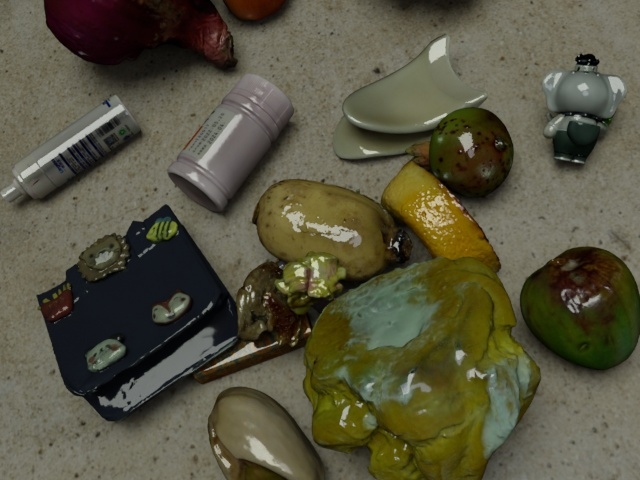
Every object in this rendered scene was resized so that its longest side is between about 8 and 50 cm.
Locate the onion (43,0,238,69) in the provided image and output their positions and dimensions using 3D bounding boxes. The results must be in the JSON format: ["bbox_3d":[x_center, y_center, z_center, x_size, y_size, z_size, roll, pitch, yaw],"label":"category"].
[{"bbox_3d":[-0.336,-0.502,1.693,0.420,0.398,0.398,36,76,3],"label":"onion"}]

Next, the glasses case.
[{"bbox_3d":[-0.121,0.176,1.458,0.218,0.049,0.075,-21,62,2],"label":"glasses case"}]

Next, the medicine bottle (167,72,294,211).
[{"bbox_3d":[-0.169,-0.188,1.601,0.133,0.133,0.250,30,75,24],"label":"medicine bottle"}]

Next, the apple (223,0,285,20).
[{"bbox_3d":[-0.140,-0.551,1.769,0.163,0.139,0.163,-4,66,10],"label":"apple"}]

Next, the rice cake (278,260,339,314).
[{"bbox_3d":[0.002,0.100,1.473,0.206,0.036,0.047,36,90,24],"label":"rice cake"}]

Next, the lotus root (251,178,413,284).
[{"bbox_3d":[0.021,-0.016,1.453,0.284,0.146,0.160,13,76,16],"label":"lotus root"}]

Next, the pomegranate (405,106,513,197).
[{"bbox_3d":[0.248,-0.154,1.491,0.205,0.159,0.159,0,61,42],"label":"pomegranate"}]

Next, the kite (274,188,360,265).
[{"bbox_3d":[0.000,0.000,1.538,0.241,0.014,0.183,-38,62,-6],"label":"kite"}]

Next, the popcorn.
[{"bbox_3d":[-0.015,0.064,1.358,0.109,0.097,0.089,-37,91,-9],"label":"popcorn"}]

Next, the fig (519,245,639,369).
[{"bbox_3d":[0.415,0.107,1.308,0.181,0.181,0.191,-23,84,1],"label":"fig"}]

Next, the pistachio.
[{"bbox_3d":[-0.087,0.333,1.327,0.153,0.138,0.238,-18,56,-36],"label":"pistachio"}]

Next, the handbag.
[{"bbox_3d":[-0.330,0.113,1.472,0.303,0.122,0.329,-34,49,-5],"label":"handbag"}]

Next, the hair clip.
[{"bbox_3d":[0.152,-0.248,1.579,0.282,0.113,0.173,-24,62,-5],"label":"hair clip"}]

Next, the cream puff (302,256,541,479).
[{"bbox_3d":[0.155,0.221,1.270,0.378,0.276,0.378,-22,29,13],"label":"cream puff"}]

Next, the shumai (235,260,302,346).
[{"bbox_3d":[-0.082,0.102,1.396,0.105,0.123,0.139,-1,42,2],"label":"shumai"}]

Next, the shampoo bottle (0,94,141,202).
[{"bbox_3d":[-0.514,-0.175,1.699,0.303,0.092,0.092,-36,62,-5],"label":"shampoo bottle"}]

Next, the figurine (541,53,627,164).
[{"bbox_3d":[0.458,-0.233,1.479,0.147,0.126,0.193,10,99,6],"label":"figurine"}]

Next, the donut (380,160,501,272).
[{"bbox_3d":[0.192,-0.042,1.435,0.101,0.152,0.259,-36,62,-5],"label":"donut"}]
